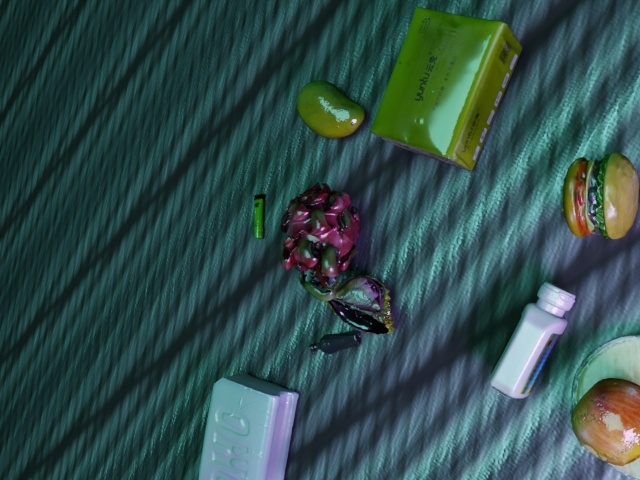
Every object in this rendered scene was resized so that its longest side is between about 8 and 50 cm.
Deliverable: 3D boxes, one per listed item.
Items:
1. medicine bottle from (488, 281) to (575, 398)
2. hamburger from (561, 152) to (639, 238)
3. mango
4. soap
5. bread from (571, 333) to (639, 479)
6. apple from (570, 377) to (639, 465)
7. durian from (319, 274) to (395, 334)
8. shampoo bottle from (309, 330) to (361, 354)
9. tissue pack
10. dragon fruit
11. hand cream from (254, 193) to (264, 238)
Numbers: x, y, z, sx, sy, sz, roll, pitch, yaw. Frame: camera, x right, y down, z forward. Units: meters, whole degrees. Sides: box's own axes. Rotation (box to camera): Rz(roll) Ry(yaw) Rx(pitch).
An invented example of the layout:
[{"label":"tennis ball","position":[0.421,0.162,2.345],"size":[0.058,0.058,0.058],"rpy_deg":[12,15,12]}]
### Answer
[{"label":"medicine bottle","position":[0.401,0.186,1.063],"size":[0.078,0.115,0.219],"rpy_deg":[30,101,33]},{"label":"hamburger","position":[0.499,-0.078,1.007],"size":[0.115,0.162,0.161],"rpy_deg":[3,87,39]},{"label":"mango","position":[0.016,-0.317,1.388],"size":[0.191,0.086,0.122],"rpy_deg":[46,107,29]},{"label":"soap","position":[-0.191,0.526,1.421],"size":[0.208,0.115,0.346],"rpy_deg":[10,91,34]},{"label":"bread","position":[0.579,0.290,0.979],"size":[0.267,0.040,0.266],"rpy_deg":[-4,82,34]},{"label":"apple","position":[0.493,0.299,0.926],"size":[0.147,0.146,0.146],"rpy_deg":[-4,83,33]},{"label":"durian","position":[0.108,0.141,1.290],"size":[0.187,0.119,0.108],"rpy_deg":[20,59,30]},{"label":"shampoo bottle","position":[0.033,0.245,1.353],"size":[0.137,0.027,0.048],"rpy_deg":[-18,73,31]},{"label":"tissue pack","position":[0.260,-0.311,1.176],"size":[0.200,0.167,0.274],"rpy_deg":[26,99,33]},{"label":"dragon fruit","position":[-0.006,-0.007,1.271],"size":[0.198,0.272,0.218],"rpy_deg":[40,116,-7]},{"label":"hand cream","position":[-0.166,-0.065,1.521],"size":[0.036,0.023,0.121],"rpy_deg":[-8,77,36]}]
